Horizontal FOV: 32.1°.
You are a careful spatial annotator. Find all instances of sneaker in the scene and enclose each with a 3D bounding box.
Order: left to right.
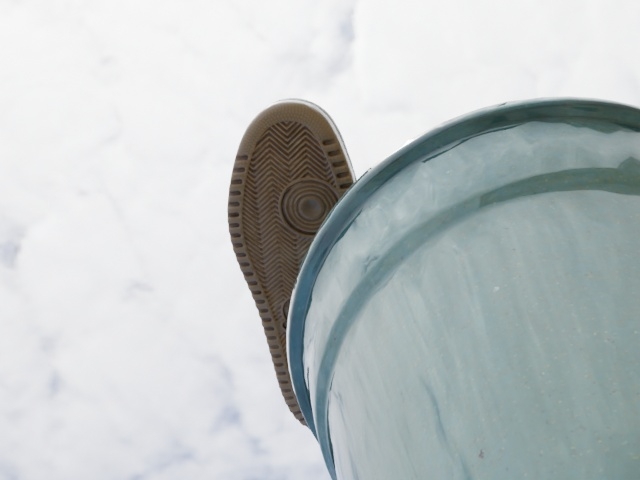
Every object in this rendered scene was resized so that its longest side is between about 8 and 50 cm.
[{"bbox_3d":[0.000,0.000,0.897,0.153,0.099,0.282,-70,-26,-59],"label":"sneaker"}]

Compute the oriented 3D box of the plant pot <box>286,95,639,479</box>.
[{"bbox_3d":[0.152,0.134,0.600,0.334,0.341,0.341,-94,-20,-65],"label":"plant pot"}]
